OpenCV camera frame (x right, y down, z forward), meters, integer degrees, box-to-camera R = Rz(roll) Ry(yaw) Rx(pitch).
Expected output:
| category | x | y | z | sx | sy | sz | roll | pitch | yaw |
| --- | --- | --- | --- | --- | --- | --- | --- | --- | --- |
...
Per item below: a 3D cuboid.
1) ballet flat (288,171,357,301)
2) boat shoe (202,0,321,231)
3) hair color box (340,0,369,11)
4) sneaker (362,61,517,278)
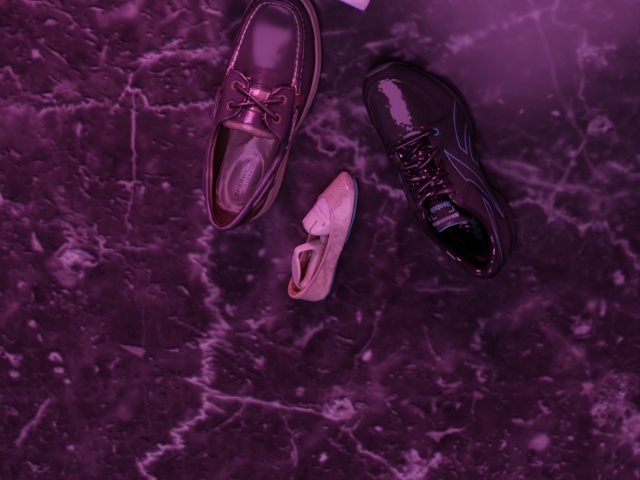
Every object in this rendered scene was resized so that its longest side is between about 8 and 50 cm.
| category | x | y | z | sx | sy | sz | roll | pitch | yaw |
| --- | --- | --- | --- | --- | --- | --- | --- | --- | --- |
| ballet flat | 0.000 | 0.000 | 1.713 | 0.052 | 0.057 | 0.168 | -2 | 121 | -28 |
| boat shoe | -0.069 | -0.137 | 1.647 | 0.103 | 0.092 | 0.285 | 19 | 117 | 2 |
| hair color box | 0.032 | -0.424 | 1.486 | 0.185 | 0.110 | 0.339 | 24 | 118 | -1 |
| sneaker | 0.133 | -0.075 | 1.632 | 0.101 | 0.106 | 0.267 | -29 | 105 | 23 |
